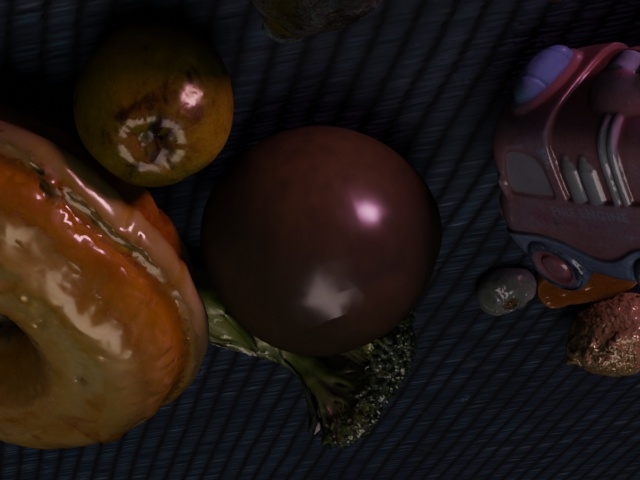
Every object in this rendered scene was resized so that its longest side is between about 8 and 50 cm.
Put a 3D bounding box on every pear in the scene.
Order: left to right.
[{"bbox_3d":[-0.155,-0.128,0.936,0.149,0.162,0.149,-4,132,-5],"label":"pear"}]

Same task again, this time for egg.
[{"bbox_3d":[0.405,0.131,1.383,0.118,0.116,0.140,-4,146,-42],"label":"egg"}]

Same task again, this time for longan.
[{"bbox_3d":[0.000,0.000,1.061,0.258,0.258,0.258,-4,143,-3],"label":"longan"}]

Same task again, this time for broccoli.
[{"bbox_3d":[-0.058,0.092,1.250,0.361,0.252,0.221,34,134,6],"label":"broccoli"}]

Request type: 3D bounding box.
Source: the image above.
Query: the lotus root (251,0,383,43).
[{"bbox_3d":[0.008,-0.255,0.802,0.158,0.140,0.322,7,144,-16],"label":"lotus root"}]

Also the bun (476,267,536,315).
[{"bbox_3d":[0.248,0.070,1.337,0.083,0.045,0.083,-7,146,-5],"label":"bun"}]

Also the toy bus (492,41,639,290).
[{"bbox_3d":[0.294,-0.086,0.969,0.294,0.197,0.232,14,146,54],"label":"toy bus"}]

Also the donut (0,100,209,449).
[{"bbox_3d":[-0.331,0.047,1.050,0.449,0.198,0.449,8,132,9],"label":"donut"}]

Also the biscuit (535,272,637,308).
[{"bbox_3d":[0.356,0.045,1.335,0.140,0.023,0.118,-9,143,6],"label":"biscuit"}]

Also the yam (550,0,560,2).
[{"bbox_3d":[0.210,-0.310,0.830,0.046,0.046,0.264,-4,142,-3],"label":"yam"}]
